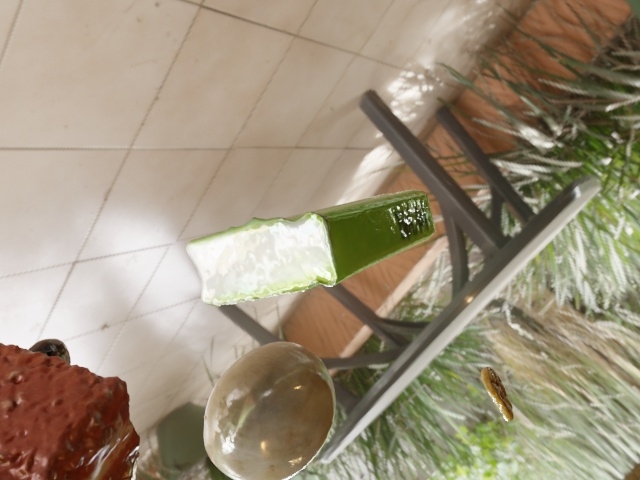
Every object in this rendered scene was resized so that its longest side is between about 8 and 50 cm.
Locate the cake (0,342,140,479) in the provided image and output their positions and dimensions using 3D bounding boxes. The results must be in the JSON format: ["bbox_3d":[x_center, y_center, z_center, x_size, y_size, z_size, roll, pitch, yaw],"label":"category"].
[{"bbox_3d":[-0.450,0.365,0.892,0.270,0.269,0.320,-65,165,-49],"label":"cake"}]

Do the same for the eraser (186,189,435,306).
[{"bbox_3d":[0.000,0.000,0.752,0.209,0.092,0.274,-12,-177,32],"label":"eraser"}]

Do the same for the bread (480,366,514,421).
[{"bbox_3d":[0.343,0.297,1.133,0.024,0.110,0.110,-28,168,18],"label":"bread"}]

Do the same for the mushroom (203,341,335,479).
[{"bbox_3d":[-0.140,0.422,1.480,0.362,0.294,0.363,-14,114,-35],"label":"mushroom"}]

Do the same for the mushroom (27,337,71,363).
[{"bbox_3d":[-0.646,0.268,1.188,0.227,0.217,0.148,-59,162,-72],"label":"mushroom"}]
